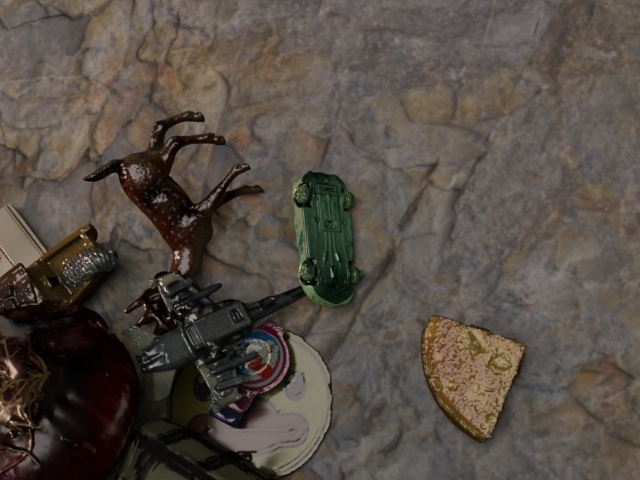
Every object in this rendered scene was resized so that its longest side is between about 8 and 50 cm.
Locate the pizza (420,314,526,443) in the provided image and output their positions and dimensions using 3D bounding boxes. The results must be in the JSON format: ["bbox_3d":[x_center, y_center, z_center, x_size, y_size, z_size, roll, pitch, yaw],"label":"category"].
[{"bbox_3d":[0.200,0.168,1.405,0.134,0.046,0.175,-16,74,8],"label":"pizza"}]

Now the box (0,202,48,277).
[{"bbox_3d":[-0.486,0.050,1.578,0.198,0.029,0.109,-41,73,0],"label":"box"}]

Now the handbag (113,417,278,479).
[{"bbox_3d":[-0.140,0.432,1.342,0.325,0.162,0.327,26,95,20],"label":"handbag"}]

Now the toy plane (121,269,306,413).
[{"bbox_3d":[-0.115,0.104,1.416,0.262,0.088,0.192,-27,78,-13],"label":"toy plane"}]

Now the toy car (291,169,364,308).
[{"bbox_3d":[0.000,0.000,1.473,0.058,0.093,0.186,-21,69,50],"label":"toy car"}]

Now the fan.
[{"bbox_3d":[-0.097,0.257,1.459,0.229,0.011,0.335,-2,74,10],"label":"fan"}]

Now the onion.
[{"bbox_3d":[-0.362,0.215,1.346,0.313,0.232,0.314,-9,50,12],"label":"onion"}]

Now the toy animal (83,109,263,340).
[{"bbox_3d":[-0.200,-0.020,1.492,0.260,0.087,0.243,-42,92,-8],"label":"toy animal"}]

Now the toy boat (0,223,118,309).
[{"bbox_3d":[-0.415,0.099,1.506,0.321,0.121,0.089,-38,78,-1],"label":"toy boat"}]

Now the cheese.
[{"bbox_3d":[-0.096,0.173,1.456,0.095,0.038,0.145,25,79,16],"label":"cheese"}]
